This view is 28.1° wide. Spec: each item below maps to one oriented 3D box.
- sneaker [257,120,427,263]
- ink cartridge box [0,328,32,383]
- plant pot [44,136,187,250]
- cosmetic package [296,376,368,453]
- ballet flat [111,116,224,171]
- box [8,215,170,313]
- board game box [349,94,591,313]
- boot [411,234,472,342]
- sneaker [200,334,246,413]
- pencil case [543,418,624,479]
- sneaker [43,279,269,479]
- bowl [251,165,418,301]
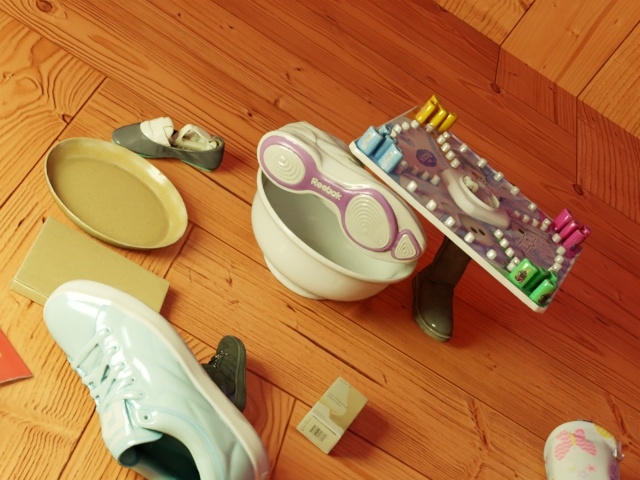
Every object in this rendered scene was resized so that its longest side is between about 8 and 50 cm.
[{"bbox_3d":[0.053,-0.089,2.000,0.305,0.114,0.152,39,32,5],"label":"sneaker"},{"bbox_3d":[-0.510,0.064,1.533,0.296,0.066,0.261,49,34,20],"label":"ink cartridge box"},{"bbox_3d":[-0.313,-0.065,1.940,0.236,0.032,0.236,26,33,-18],"label":"plant pot"},{"bbox_3d":[0.018,0.250,1.840,0.060,0.041,0.115,39,31,4],"label":"cosmetic package"},{"bbox_3d":[-0.244,-0.169,2.114,0.203,0.074,0.074,13,38,-34],"label":"ballet flat"},{"bbox_3d":[-0.315,0.061,1.777,0.201,0.021,0.164,30,31,-11],"label":"box"},{"bbox_3d":[0.263,-0.078,2.100,0.390,0.050,0.390,41,24,6],"label":"board game box"},{"bbox_3d":[0.233,0.043,2.171,0.076,0.208,0.190,21,34,-27],"label":"boot"},{"bbox_3d":[-0.148,0.185,1.749,0.089,0.051,0.170,24,36,-28],"label":"sneaker"},{"bbox_3d":[0.414,0.404,1.960,0.124,0.114,0.273,9,35,-2],"label":"pencil case"},{"bbox_3d":[-0.224,0.196,1.578,0.366,0.135,0.150,41,28,9],"label":"sneaker"},{"bbox_3d":[0.000,0.000,2.070,0.297,0.134,0.298,25,33,-18],"label":"bowl"}]
